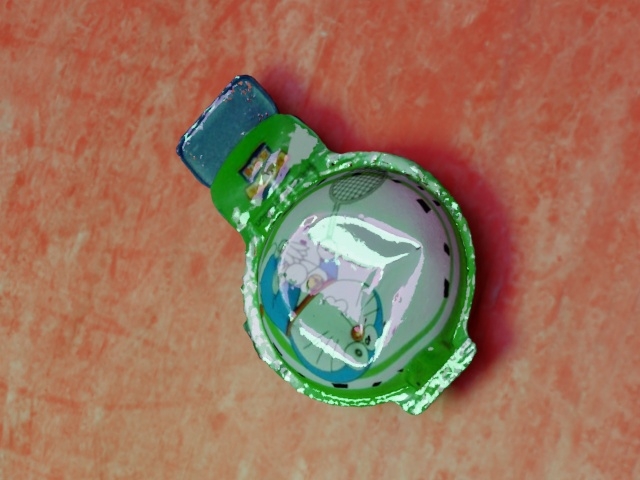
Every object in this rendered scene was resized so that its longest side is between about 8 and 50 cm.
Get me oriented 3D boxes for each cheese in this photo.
[{"bbox_3d":[0.000,0.000,1.270,0.204,0.083,0.320,-48,66,13],"label":"cheese"}]
